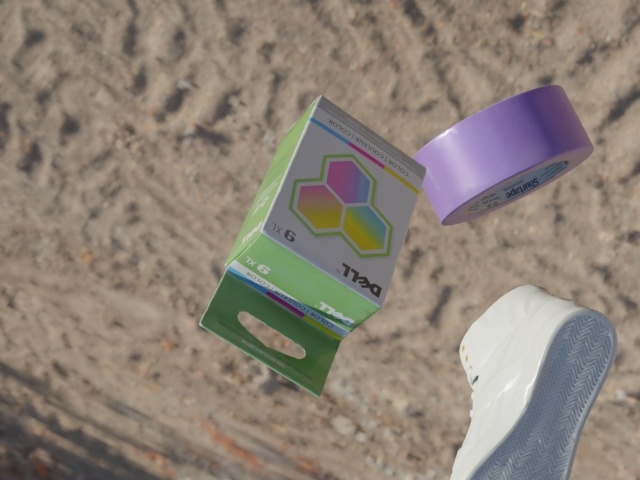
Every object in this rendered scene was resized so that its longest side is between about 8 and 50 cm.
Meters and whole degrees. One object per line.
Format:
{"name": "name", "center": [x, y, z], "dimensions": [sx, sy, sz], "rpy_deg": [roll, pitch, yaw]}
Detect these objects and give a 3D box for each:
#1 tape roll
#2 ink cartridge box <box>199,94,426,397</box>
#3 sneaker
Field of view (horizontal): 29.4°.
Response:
{"name": "tape roll", "center": [0.203, -0.093, 1.361], "dimensions": [0.080, 0.189, 0.189], "rpy_deg": [66, 153, 11]}
{"name": "ink cartridge box", "center": [0.000, 0.000, 0.923], "dimensions": [0.109, 0.209, 0.062], "rpy_deg": [33, 139, -13]}
{"name": "sneaker", "center": [0.189, 0.186, 1.259], "dimensions": [0.108, 0.292, 0.169], "rpy_deg": [27, -176, -18]}
